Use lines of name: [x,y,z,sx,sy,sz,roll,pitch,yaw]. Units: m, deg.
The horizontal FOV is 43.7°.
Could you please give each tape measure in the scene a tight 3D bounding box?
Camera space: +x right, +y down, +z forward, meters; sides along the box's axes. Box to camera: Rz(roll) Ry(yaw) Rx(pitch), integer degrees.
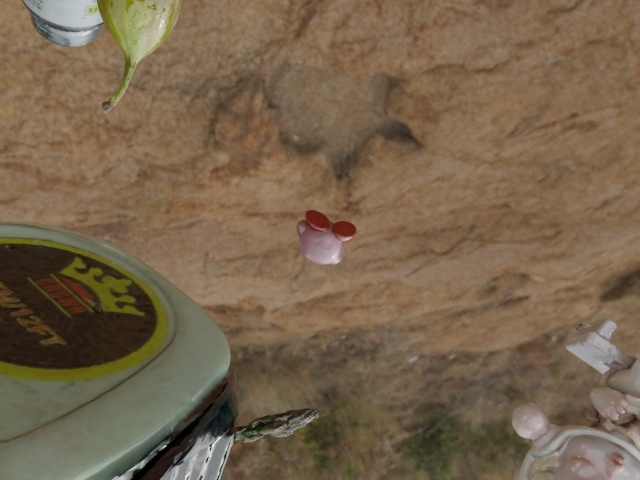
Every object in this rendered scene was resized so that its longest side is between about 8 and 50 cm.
tape measure: [-0.135,0.088,0.408,0.207,0.235,0.115,-8,125,-54]

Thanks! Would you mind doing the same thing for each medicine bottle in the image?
medicine bottle: [-0.309,-0.360,1.001,0.141,0.141,0.293,-10,167,-25]

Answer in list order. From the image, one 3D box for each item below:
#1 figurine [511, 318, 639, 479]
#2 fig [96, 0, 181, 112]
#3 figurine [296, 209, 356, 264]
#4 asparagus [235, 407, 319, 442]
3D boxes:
figurine: [0.290,0.221,0.846,0.182,0.144,0.256,37,78,-18]
fig: [-0.190,-0.220,0.833,0.093,0.093,0.166,-11,134,-24]
figurine: [0.000,0.000,1.170,0.071,0.083,0.067,-58,-179,45]
asparagus: [-0.112,0.159,0.640,0.233,0.023,0.022,-11,130,14]
